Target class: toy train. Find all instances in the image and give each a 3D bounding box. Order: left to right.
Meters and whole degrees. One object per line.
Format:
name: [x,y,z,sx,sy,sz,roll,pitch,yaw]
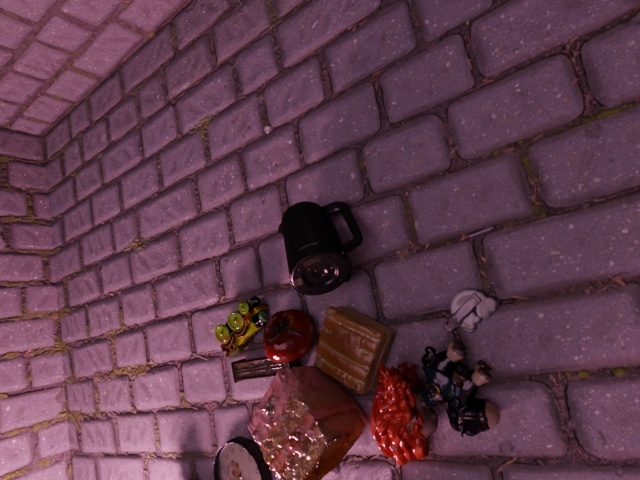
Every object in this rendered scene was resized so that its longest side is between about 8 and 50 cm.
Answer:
toy train: [-0.331,0.367,1.785,0.296,0.100,0.161,-46,72,23]

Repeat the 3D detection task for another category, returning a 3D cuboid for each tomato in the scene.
tomato: [-0.137,0.353,1.597,0.227,0.101,0.228,-21,42,20]

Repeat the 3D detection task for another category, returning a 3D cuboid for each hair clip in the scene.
hair clip: [0.453,0.214,1.285,0.116,0.049,0.172,45,109,23]

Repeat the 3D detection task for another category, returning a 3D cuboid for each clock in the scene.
clock: [-0.341,1.011,1.781,0.312,0.061,0.313,-2,86,35]

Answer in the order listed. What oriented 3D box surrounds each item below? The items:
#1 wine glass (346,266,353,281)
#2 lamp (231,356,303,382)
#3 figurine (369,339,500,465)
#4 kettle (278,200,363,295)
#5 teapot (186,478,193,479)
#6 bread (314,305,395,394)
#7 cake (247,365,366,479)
wine glass: [0.024,0.110,1.564,0.195,0.079,0.079,6,91,36]
lamp: [-0.222,0.518,1.707,0.325,0.090,0.089,-18,78,33]
figurine: [0.337,0.489,1.268,0.411,0.241,0.306,-24,98,13]
kettle: [-0.012,-0.004,1.469,0.262,0.203,0.308,-45,38,24]
teapot: [-0.597,1.277,1.854,0.300,0.253,0.344,-27,64,-4]
bread: [0.106,0.381,1.474,0.246,0.111,0.240,23,100,33]
cake: [-0.045,0.651,1.464,0.306,0.293,0.314,42,107,34]
